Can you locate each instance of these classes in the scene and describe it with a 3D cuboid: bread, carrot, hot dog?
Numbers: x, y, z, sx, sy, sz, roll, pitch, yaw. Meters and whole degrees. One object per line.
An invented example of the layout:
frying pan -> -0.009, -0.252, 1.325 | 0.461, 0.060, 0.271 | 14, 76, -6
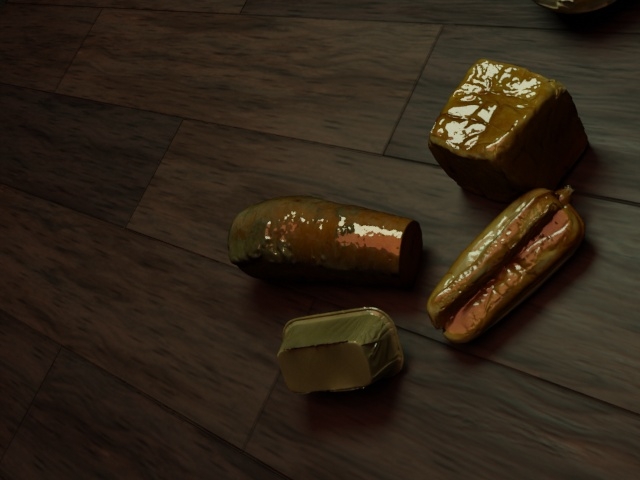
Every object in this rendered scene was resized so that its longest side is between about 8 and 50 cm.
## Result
bread -> 0.244, -0.138, 1.003 | 0.149, 0.158, 0.143 | 29, 85, 45
carrot -> 0.000, 0.000, 1.115 | 0.301, 0.139, 0.139 | 3, 67, 28
hot dog -> 0.238, 0.028, 0.969 | 0.102, 0.076, 0.249 | 44, 97, 4

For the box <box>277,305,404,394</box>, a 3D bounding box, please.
box -> 0.023, 0.153, 1.032 | 0.177, 0.111, 0.111 | -11, 60, 29

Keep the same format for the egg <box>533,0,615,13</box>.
egg -> 0.355, -0.439, 1.061 | 0.201, 0.201, 0.245 | -21, 44, 24
